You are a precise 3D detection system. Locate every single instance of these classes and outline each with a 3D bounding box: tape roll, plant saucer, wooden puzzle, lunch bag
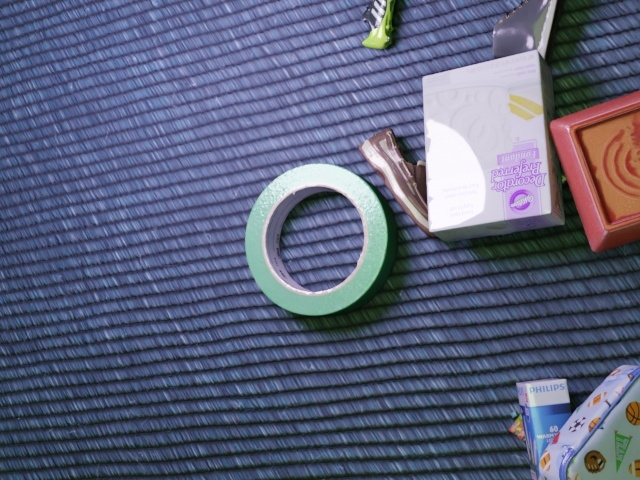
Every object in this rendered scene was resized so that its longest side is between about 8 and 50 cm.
[{"bbox_3d":[0.000,0.000,1.872,0.321,0.077,0.321,-3,83,22],"label":"tape roll"},{"bbox_3d":[0.569,-0.139,1.571,0.259,0.048,0.258,-19,81,12],"label":"plant saucer"},{"bbox_3d":[0.399,0.362,1.710,0.083,0.006,0.049,38,98,21],"label":"wooden puzzle"},{"bbox_3d":[0.544,0.371,1.519,0.303,0.115,0.243,-42,92,-16],"label":"lunch bag"}]

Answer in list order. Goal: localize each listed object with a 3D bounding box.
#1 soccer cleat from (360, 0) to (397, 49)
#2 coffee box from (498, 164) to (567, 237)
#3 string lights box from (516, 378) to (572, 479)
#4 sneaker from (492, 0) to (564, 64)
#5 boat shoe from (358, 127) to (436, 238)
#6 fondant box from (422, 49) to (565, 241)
[{"bbox_3d":[0.125,-0.497,1.886,0.072,0.060,0.178,7,90,24],"label":"soccer cleat"},{"bbox_3d":[0.389,-0.104,1.746,0.184,0.040,0.113,-42,69,13],"label":"coffee box"},{"bbox_3d":[0.424,0.386,1.622,0.077,0.133,0.259,-8,80,4],"label":"string lights box"},{"bbox_3d":[0.413,-0.462,1.753,0.118,0.083,0.221,13,90,23],"label":"sneaker"},{"bbox_3d":[0.183,-0.126,1.805,0.095,0.095,0.257,-38,72,8],"label":"boat shoe"},{"bbox_3d":[0.329,-0.178,1.711,0.238,0.096,0.330,-9,73,27],"label":"fondant box"}]
